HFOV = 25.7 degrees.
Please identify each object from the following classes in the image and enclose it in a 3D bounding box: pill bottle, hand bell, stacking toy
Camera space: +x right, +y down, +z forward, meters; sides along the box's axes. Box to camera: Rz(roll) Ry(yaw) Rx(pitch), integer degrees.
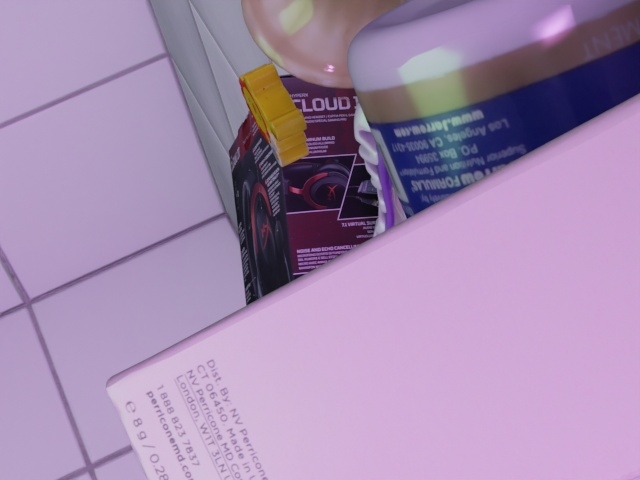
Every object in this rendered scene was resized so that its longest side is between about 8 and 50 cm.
[{"bbox_3d":[0.126,0.014,0.559,0.264,0.153,0.153,67,172,-13],"label":"pill bottle"},{"bbox_3d":[0.031,-0.206,0.827,0.126,0.126,0.242,63,159,19],"label":"hand bell"},{"bbox_3d":[0.078,-0.028,0.697,0.221,0.167,0.052,61,172,22],"label":"stacking toy"}]

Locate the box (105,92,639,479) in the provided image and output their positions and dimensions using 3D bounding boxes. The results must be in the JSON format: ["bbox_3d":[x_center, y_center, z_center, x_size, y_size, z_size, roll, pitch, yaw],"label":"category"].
[{"bbox_3d":[0.078,0.021,0.421,0.113,0.275,0.094,-16,-100,-60],"label":"box"}]

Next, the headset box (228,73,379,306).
[{"bbox_3d":[0.000,0.000,1.196,0.218,0.110,0.293,134,130,-72],"label":"headset box"}]

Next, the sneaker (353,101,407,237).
[{"bbox_3d":[0.093,-0.007,0.985,0.104,0.095,0.236,47,161,44],"label":"sneaker"}]
